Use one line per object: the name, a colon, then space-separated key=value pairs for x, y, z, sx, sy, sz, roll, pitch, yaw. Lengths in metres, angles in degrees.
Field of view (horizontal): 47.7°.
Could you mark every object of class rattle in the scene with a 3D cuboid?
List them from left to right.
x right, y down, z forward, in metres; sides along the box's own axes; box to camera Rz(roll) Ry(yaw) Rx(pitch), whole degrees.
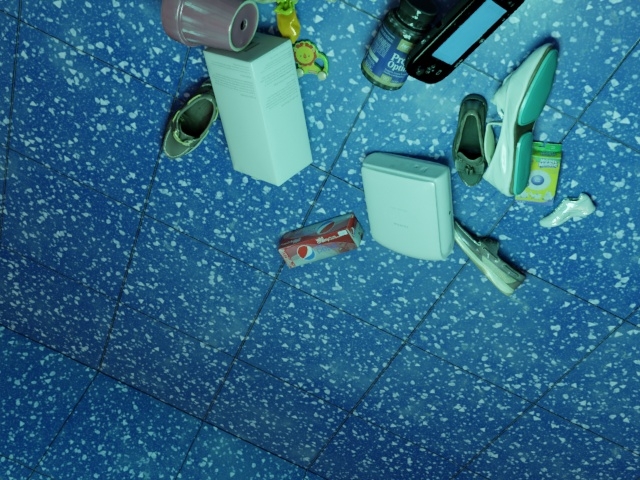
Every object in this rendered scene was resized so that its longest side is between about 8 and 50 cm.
rattle: x=-0.095 y=-0.558 z=1.731 sx=0.130 sy=0.199 sz=0.143 roll=5 pitch=100 yaw=-12

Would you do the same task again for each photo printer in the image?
photo printer: x=0.251 y=-0.084 z=2.042 sx=0.256 sy=0.107 sz=0.308 roll=17 pitch=136 yaw=33

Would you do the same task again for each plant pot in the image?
plant pot: x=-0.260 y=-0.558 z=1.777 sx=0.180 sy=0.201 sz=0.201 roll=27 pitch=134 yaw=18

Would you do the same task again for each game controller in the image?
game controller: x=0.336 y=-0.487 z=1.668 sx=0.166 sy=0.067 sz=0.319 roll=13 pitch=134 yaw=-46

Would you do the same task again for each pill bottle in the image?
pill bottle: x=0.194 y=-0.484 z=1.756 sx=0.122 sy=0.123 sz=0.219 roll=27 pitch=133 yaw=-4

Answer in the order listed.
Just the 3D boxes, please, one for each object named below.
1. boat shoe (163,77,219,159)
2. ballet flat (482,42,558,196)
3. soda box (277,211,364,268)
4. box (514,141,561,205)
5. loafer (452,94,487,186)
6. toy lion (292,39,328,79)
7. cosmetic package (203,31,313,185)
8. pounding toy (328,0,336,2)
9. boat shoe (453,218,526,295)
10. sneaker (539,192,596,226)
boat shoe: x=-0.377 y=-0.336 z=2.099 sx=0.116 sy=0.097 sz=0.324 roll=39 pitch=130 yaw=-14
ballet flat: x=0.478 y=-0.301 z=1.804 sx=0.139 sy=0.139 sz=0.400 roll=11 pitch=122 yaw=11
soda box: x=0.000 y=0.000 z=2.247 sx=0.263 sy=0.092 sz=0.083 roll=-17 pitch=122 yaw=30
box: x=0.580 y=-0.179 z=1.927 sx=0.105 sy=0.043 sz=0.179 roll=7 pitch=128 yaw=14
loafer: x=0.391 y=-0.248 z=1.907 sx=0.096 sy=0.084 sz=0.268 roll=5 pitch=130 yaw=16
toy lion: x=-0.027 y=-0.478 z=1.905 sx=0.100 sy=0.034 sz=0.096 roll=11 pitch=123 yaw=10
cosmetic package: x=-0.162 y=-0.351 z=1.932 sx=0.196 sy=0.155 sz=0.366 roll=24 pitch=140 yaw=36
pounding toy: x=0.047 y=-0.591 z=1.625 sx=0.183 sy=0.237 sz=0.110 roll=27 pitch=159 yaw=34
boat shoe: x=0.483 y=0.035 z=2.108 sx=0.092 sy=0.103 sz=0.285 roll=-43 pitch=93 yaw=11
sneaker: x=0.666 y=-0.084 z=1.974 sx=0.152 sy=0.054 sz=0.061 roll=-24 pitch=108 yaw=27
